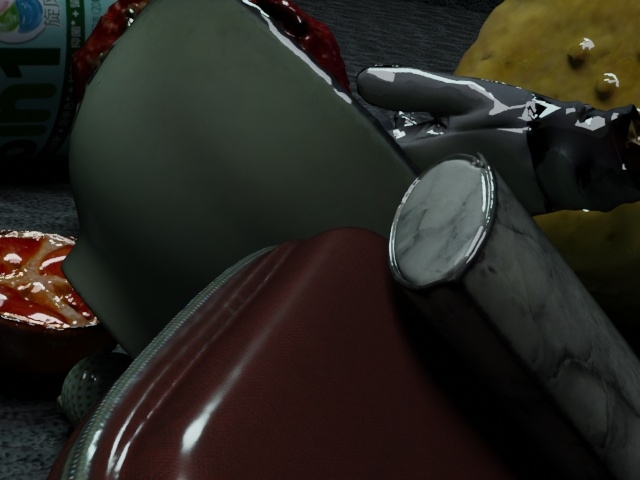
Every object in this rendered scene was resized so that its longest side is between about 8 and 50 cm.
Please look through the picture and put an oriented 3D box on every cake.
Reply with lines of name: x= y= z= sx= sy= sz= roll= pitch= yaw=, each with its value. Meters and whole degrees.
cake: x=0.308 y=-0.068 z=1.369 sx=0.332 sy=0.332 sz=0.321 roll=20 pitch=-9 yaw=38

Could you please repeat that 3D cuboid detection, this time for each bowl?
bowl: x=-0.038 y=0.018 z=0.981 sx=0.185 sy=0.354 sz=0.354 roll=-42 pitch=28 yaw=-4

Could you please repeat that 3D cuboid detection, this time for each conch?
conch: x=-0.135 y=0.100 z=1.018 sx=0.076 sy=0.056 sz=0.085 roll=8 pitch=12 yaw=-40

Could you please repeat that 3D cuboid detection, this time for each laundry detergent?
laundry detergent: x=-0.386 y=-0.217 z=1.573 sx=0.305 sy=0.287 sz=0.287 roll=-4 pitch=19 yaw=-29

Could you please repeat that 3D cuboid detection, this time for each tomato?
tomato: x=-0.207 y=0.053 z=1.113 sx=0.156 sy=0.069 sz=0.155 roll=11 pitch=24 yaw=-5

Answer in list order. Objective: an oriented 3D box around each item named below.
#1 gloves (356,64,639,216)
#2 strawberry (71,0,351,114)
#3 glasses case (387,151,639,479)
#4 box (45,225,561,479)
gloves: x=0.124 y=-0.077 z=1.219 sx=0.285 sy=0.142 sz=0.119 roll=10 pitch=45 yaw=40
strawberry: x=-0.088 y=-0.100 z=1.418 sx=0.274 sy=0.274 sz=0.220 roll=13 pitch=-14 yaw=24
glasses case: x=0.143 y=0.094 z=0.768 sx=0.060 sy=0.299 sz=0.114 roll=-31 pitch=25 yaw=22
box: x=0.015 y=0.139 z=0.648 sx=0.108 sy=0.263 sz=0.404 roll=-33 pitch=5 yaw=19
